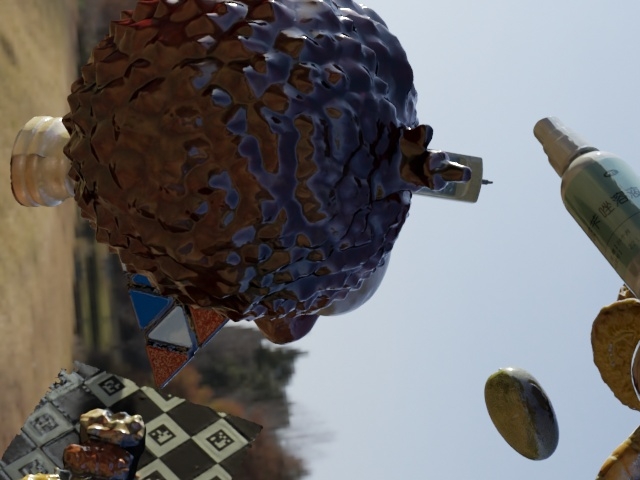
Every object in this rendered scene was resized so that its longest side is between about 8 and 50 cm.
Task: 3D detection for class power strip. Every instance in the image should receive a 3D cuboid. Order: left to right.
[{"bbox_3d":[0.177,-0.110,1.994,0.029,0.227,0.080,170,-73,-77],"label":"power strip"}]

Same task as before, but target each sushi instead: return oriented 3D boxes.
[{"bbox_3d":[-0.240,0.253,1.393,0.290,0.264,0.050,-59,163,-47],"label":"sushi"}]

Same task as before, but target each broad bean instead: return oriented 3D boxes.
[{"bbox_3d":[-0.077,0.075,2.212,0.228,0.156,0.122,71,-21,10],"label":"broad bean"}]

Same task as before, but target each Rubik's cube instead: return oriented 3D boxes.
[{"bbox_3d":[-0.211,0.138,2.032,0.284,0.250,0.234,53,47,-67],"label":"Rubik's cube"}]

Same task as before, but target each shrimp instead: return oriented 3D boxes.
[{"bbox_3d":[0.513,0.326,1.728,0.198,0.262,0.051,40,-6,-8],"label":"shrimp"}]

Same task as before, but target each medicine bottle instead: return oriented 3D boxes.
[{"bbox_3d":[0.405,-0.062,1.739,0.110,0.110,0.352,92,-23,-43],"label":"medicine bottle"}]

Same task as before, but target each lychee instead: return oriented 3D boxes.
[{"bbox_3d":[-0.061,-0.107,1.433,0.424,0.500,0.424,14,90,-70],"label":"lychee"}]

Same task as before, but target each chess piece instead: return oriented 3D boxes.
[{"bbox_3d":[-0.294,-0.116,1.791,0.139,0.307,0.124,-48,134,-57],"label":"chess piece"}]

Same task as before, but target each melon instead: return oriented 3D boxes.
[{"bbox_3d":[0.322,0.276,1.947,0.162,0.099,0.099,61,-11,3],"label":"melon"}]

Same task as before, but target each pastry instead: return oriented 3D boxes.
[{"bbox_3d":[0.550,0.178,1.955,0.235,0.132,0.240,16,-44,51],"label":"pastry"}]

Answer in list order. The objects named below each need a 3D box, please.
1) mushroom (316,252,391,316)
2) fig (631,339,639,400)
[{"bbox_3d":[0.009,-0.002,1.791,0.206,0.209,0.206,-56,-178,2],"label":"mushroom"},{"bbox_3d":[0.500,0.189,1.583,0.205,0.205,0.205,174,-90,-81],"label":"fig"}]
